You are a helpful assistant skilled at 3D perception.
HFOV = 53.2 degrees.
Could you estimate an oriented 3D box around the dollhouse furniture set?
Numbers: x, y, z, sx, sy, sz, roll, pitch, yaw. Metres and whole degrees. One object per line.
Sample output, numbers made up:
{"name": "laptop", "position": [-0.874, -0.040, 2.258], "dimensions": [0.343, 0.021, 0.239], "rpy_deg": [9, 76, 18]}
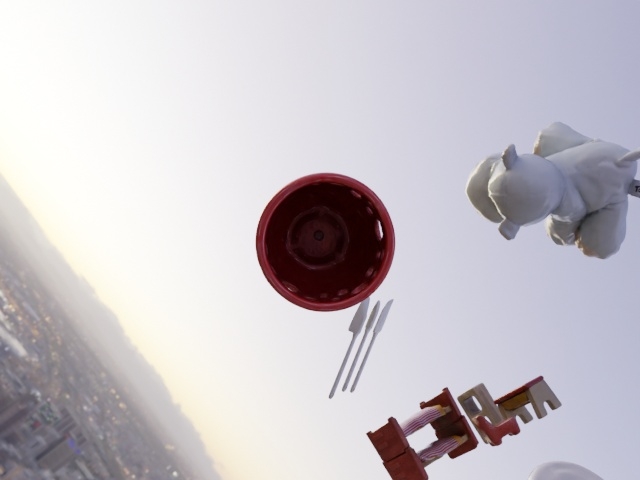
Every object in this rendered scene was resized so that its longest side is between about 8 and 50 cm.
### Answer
{"name": "dollhouse furniture set", "position": [0.297, 0.389, 1.385], "dimensions": [0.152, 0.201, 0.374], "rpy_deg": [60, -42, 18]}

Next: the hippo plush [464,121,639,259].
{"name": "hippo plush", "position": [0.375, -0.061, 1.041], "dimensions": [0.294, 0.237, 0.234], "rpy_deg": [-151, -132, -67]}

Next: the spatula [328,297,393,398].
{"name": "spatula", "position": [0.086, 0.239, 1.434], "dimensions": [0.019, 0.241, 0.168], "rpy_deg": [25, 7, 25]}

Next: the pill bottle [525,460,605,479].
{"name": "pill bottle", "position": [0.386, 0.550, 1.104], "dimensions": [0.176, 0.176, 0.318], "rpy_deg": [39, -51, 35]}

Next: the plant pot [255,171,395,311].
{"name": "plant pot", "position": [0.000, 0.000, 0.937], "dimensions": [0.191, 0.191, 0.174], "rpy_deg": [55, -4, -5]}
